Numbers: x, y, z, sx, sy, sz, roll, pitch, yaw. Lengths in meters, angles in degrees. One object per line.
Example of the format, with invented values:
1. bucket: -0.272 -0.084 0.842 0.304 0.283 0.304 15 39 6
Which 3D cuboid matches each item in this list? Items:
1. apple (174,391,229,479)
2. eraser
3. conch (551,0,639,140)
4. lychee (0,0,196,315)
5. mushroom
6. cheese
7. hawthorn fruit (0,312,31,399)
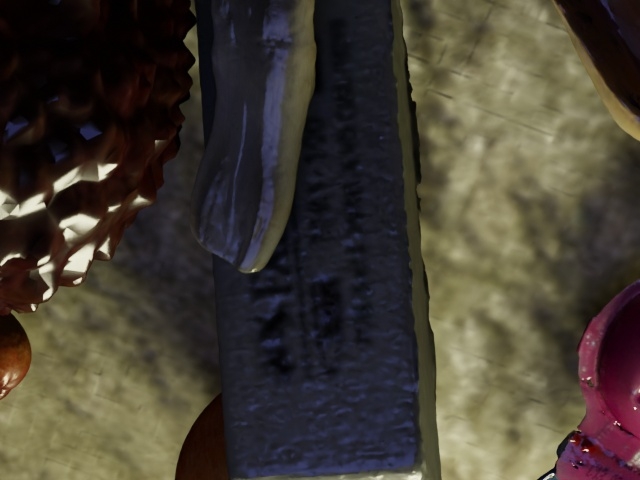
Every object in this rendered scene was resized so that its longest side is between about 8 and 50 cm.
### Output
1. apple: -0.018 0.152 1.055 0.146 0.131 0.146 5 117 10
2. eraser: 0.000 0.000 0.944 0.111 0.077 0.352 -4 89 9
3. conch: 0.206 -0.148 0.895 0.255 0.127 0.158 59 142 2
4. lychee: -0.210 -0.103 0.863 0.330 0.306 0.306 -19 115 40
5. mushroom: -0.030 -0.084 0.893 0.059 0.054 0.202 9 96 18
6. cheese: 0.213 0.102 1.037 0.155 0.062 0.244 31 118 -8
7. hawthorn fruit: -0.228 0.060 1.072 0.081 0.081 0.093 -33 79 21
